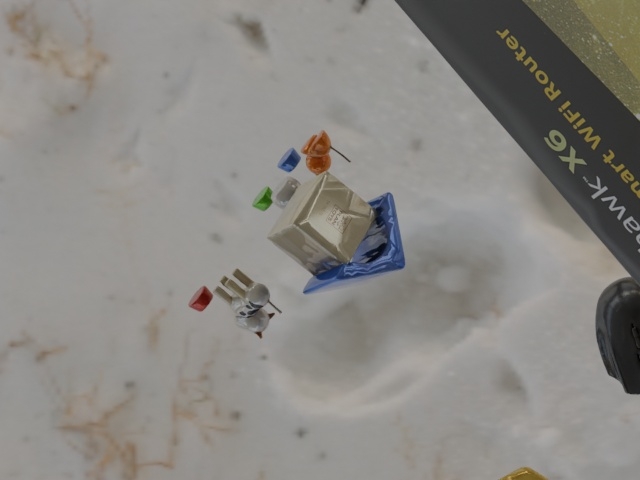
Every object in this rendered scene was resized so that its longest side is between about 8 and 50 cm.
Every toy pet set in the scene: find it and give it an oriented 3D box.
[{"bbox_3d":[0.000,0.000,0.947,0.065,0.114,0.122,38,63,-14],"label":"toy pet set"}]

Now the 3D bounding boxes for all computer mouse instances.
[{"bbox_3d":[0.295,0.140,1.480,0.071,0.041,0.242,-22,64,13],"label":"computer mouse"}]

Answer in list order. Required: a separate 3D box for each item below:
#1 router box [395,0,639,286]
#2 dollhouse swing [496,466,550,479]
[{"bbox_3d":[0.091,-0.135,0.456,0.081,0.243,0.309,-39,87,-28],"label":"router box"},{"bbox_3d":[0.146,0.387,1.187,0.315,0.347,0.305,-26,60,-16],"label":"dollhouse swing"}]
